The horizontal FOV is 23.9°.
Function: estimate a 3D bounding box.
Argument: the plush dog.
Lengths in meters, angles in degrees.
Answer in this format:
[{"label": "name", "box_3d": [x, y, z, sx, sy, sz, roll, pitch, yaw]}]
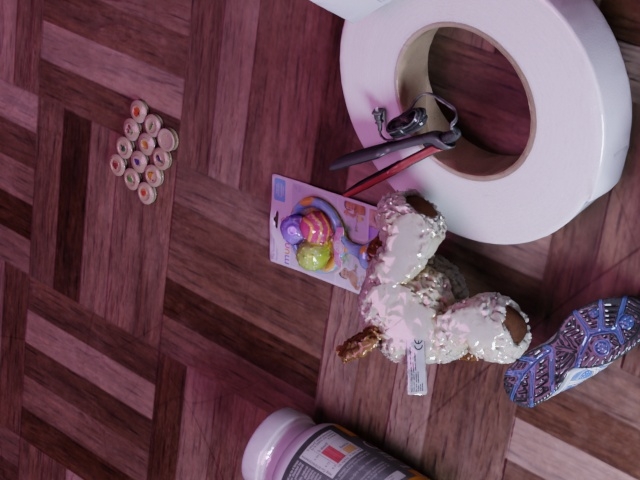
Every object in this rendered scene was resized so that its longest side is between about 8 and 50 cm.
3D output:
[{"label": "plush dog", "box_3d": [0.128, 0.086, 1.944, 0.210, 0.225, 0.262, -41, 81, 9]}]

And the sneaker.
[{"label": "sneaker", "box_3d": [0.323, 0.130, 1.877, 0.211, 0.081, 0.080, -33, 79, 25]}]

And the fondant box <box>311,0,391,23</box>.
[{"label": "fondant box", "box_3d": [0.092, -0.453, 1.773, 0.238, 0.096, 0.330, -24, 54, 43]}]

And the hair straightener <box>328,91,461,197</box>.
[{"label": "hair straightener", "box_3d": [0.088, -0.126, 1.887, 0.230, 0.047, 0.089, -23, 99, 50]}]

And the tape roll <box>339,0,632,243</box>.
[{"label": "tape roll", "box_3d": [0.194, -0.179, 1.842, 0.392, 0.072, 0.392, 24, 130, 32]}]

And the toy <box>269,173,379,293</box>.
[{"label": "toy", "box_3d": [0.000, 0.000, 2.137, 0.237, 0.056, 0.137, 18, 113, 37]}]

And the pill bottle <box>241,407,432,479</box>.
[{"label": "pill bottle", "box_3d": [0.031, 0.356, 2.148, 0.278, 0.162, 0.162, 28, 121, 33]}]

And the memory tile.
[{"label": "memory tile", "box_3d": [-0.279, -0.138, 2.376, 0.113, 0.012, 0.148, 44, 128, 23]}]
